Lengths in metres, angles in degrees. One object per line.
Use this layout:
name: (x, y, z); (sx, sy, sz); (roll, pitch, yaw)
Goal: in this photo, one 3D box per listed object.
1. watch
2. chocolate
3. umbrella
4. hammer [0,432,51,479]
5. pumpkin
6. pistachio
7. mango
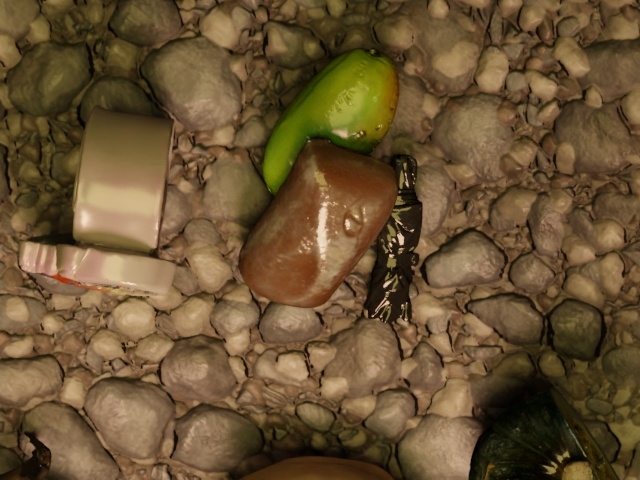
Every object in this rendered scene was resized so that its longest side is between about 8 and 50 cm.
watch: (-0.272, -0.049, 1.357); (0.196, 0.244, 0.231); (7, 85, -8)
chocolate: (0.001, 0.000, 1.385); (0.161, 0.083, 0.261); (12, 128, -25)
umbrella: (0.101, -0.002, 1.457); (0.066, 0.059, 0.235); (-3, 110, -21)
hammer: (-0.508, 0.363, 1.518); (0.297, 0.125, 0.027); (-25, 125, 14)
pumpkin: (0.317, 0.372, 1.472); (0.197, 0.293, 0.263); (-33, 150, 9)
pistachio: (0.015, 0.418, 1.511); (0.318, 0.213, 0.193); (13, 144, -2)
mango: (0.015, -0.146, 1.381); (0.125, 0.111, 0.233); (35, 105, -9)
